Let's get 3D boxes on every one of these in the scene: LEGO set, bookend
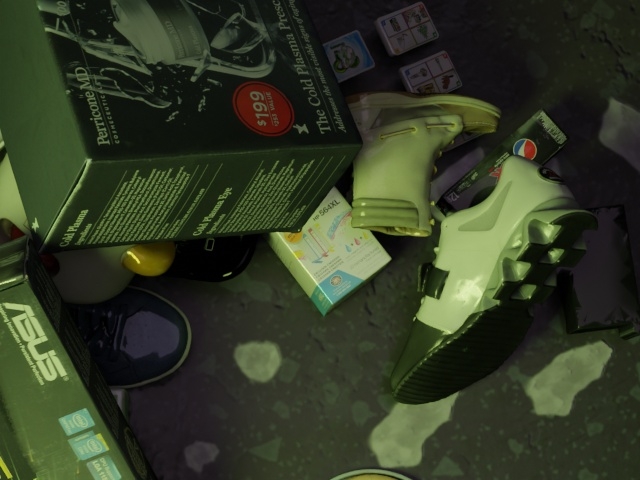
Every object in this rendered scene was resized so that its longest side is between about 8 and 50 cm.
[{"bbox_3d":[0.063,-0.161,1.877,0.244,0.060,0.182,-28,92,-33],"label":"LEGO set"},{"bbox_3d":[0.289,0.046,1.869,0.156,0.072,0.157,-7,81,-5],"label":"bookend"}]

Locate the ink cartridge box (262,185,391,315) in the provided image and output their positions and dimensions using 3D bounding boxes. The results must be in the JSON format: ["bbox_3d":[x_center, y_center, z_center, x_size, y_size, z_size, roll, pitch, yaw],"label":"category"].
[{"bbox_3d":[0.000,0.000,1.843,0.092,0.090,0.143,-37,85,-11],"label":"ink cartridge box"}]

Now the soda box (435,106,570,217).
[{"bbox_3d":[0.219,-0.082,1.893,0.169,0.060,0.053,-40,84,-10],"label":"soda box"}]

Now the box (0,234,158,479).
[{"bbox_3d":[-0.365,0.223,1.637,0.318,0.097,0.395,-21,119,3],"label":"box"}]

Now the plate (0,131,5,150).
[{"bbox_3d":[-0.422,-0.187,1.822,0.277,0.045,0.278,-44,60,-11],"label":"plate"}]

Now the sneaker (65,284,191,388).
[{"bbox_3d":[-0.319,0.089,1.770,0.350,0.148,0.131,8,79,-4],"label":"sneaker"}]

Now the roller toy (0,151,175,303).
[{"bbox_3d":[-0.269,-0.038,1.740,0.191,0.146,0.209,12,37,-35],"label":"roller toy"}]

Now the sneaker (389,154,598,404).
[{"bbox_3d":[0.175,0.045,1.807,0.330,0.122,0.146,-53,49,24],"label":"sneaker"}]

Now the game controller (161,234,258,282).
[{"bbox_3d":[-0.127,-0.109,1.846,0.166,0.067,0.319,5,78,30],"label":"game controller"}]

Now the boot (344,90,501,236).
[{"bbox_3d":[0.121,-0.086,1.822,0.213,0.077,0.165,0,82,-31],"label":"boot"}]

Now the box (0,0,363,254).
[{"bbox_3d":[-0.174,-0.182,1.665,0.313,0.179,0.343,-7,62,-31],"label":"box"}]

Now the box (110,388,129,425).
[{"bbox_3d":[-0.261,0.218,1.776,0.087,0.102,0.101,0,81,-3],"label":"box"}]

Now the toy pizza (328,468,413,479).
[{"bbox_3d":[0.060,0.364,1.812,0.201,0.032,0.201,1,80,-5],"label":"toy pizza"}]
